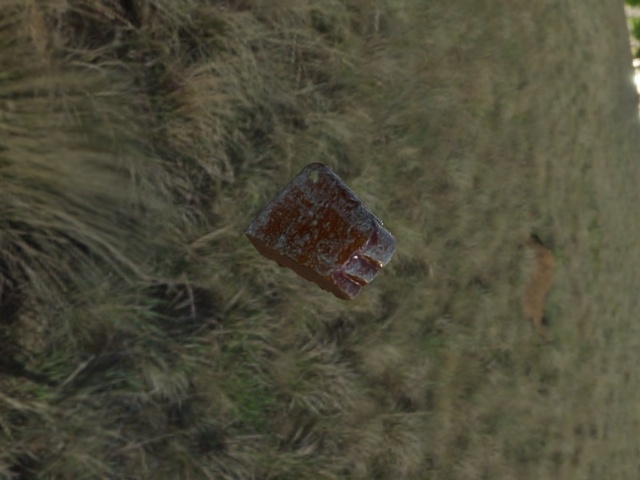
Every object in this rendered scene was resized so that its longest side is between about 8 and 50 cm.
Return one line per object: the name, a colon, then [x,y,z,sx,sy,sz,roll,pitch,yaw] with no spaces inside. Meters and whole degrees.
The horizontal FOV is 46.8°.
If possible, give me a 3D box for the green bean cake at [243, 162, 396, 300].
green bean cake: [0.000,0.000,1.214,0.097,0.198,0.232,35,8,-48]
